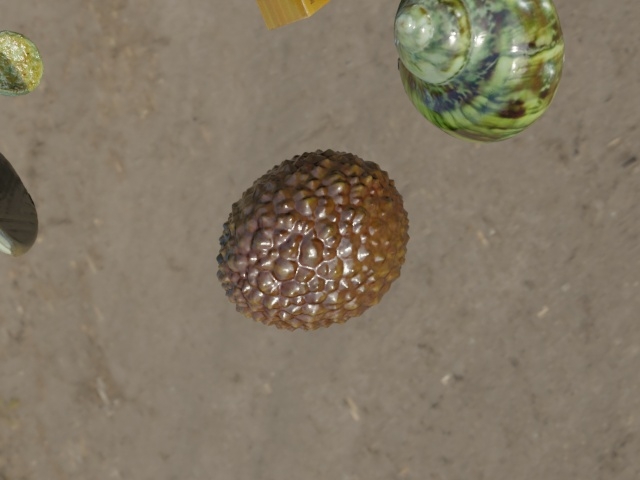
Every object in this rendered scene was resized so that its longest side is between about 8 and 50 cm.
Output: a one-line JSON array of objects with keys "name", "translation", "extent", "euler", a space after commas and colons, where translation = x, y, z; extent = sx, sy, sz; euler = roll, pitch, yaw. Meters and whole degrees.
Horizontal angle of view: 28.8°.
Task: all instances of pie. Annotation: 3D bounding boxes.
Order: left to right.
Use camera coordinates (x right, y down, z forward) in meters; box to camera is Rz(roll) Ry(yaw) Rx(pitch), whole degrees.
[{"name": "pie", "translation": [-0.375, -0.213, 1.507], "extent": [0.021, 0.084, 0.084], "euler": [10, 120, 60]}]

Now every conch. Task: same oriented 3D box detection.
[{"name": "conch", "translation": [0.130, -0.164, 1.113], "extent": [0.181, 0.124, 0.187], "euler": [37, 137, -24]}]

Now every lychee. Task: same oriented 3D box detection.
[{"name": "lychee", "translation": [0.000, 0.000, 1.308], "extent": [0.200, 0.238, 0.200], "euler": [24, 125, 39]}]

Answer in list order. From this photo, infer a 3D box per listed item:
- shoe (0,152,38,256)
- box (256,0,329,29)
[{"name": "shoe", "translation": [-0.392, -0.081, 1.227], "extent": [0.275, 0.103, 0.098], "euler": [47, 114, 2]}, {"name": "box", "translation": [-0.022, -0.376, 1.570], "extent": [0.070, 0.237, 0.152], "euler": [-13, 110, 32]}]
